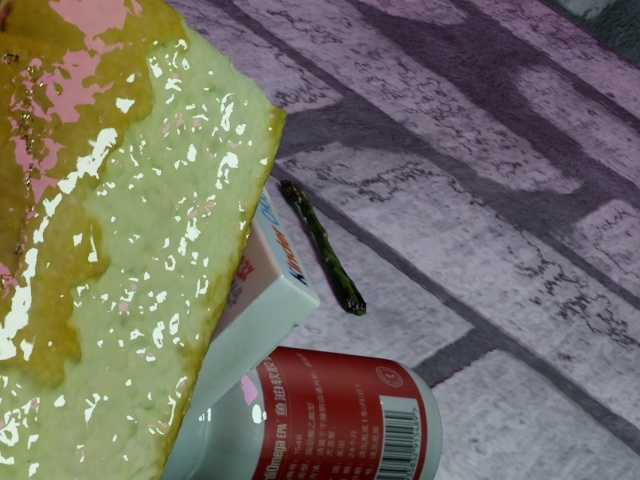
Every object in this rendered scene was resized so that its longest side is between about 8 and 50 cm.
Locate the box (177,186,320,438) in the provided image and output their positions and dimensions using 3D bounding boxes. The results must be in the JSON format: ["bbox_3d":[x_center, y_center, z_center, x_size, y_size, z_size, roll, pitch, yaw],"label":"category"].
[{"bbox_3d":[-0.141,0.042,1.143,0.048,0.265,0.273,35,18,-36],"label":"box"}]

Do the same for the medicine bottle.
[{"bbox_3d":[-0.036,0.144,1.215,0.250,0.131,0.131,10,31,-36],"label":"medicine bottle"}]

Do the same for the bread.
[{"bbox_3d":[-0.180,0.031,0.954,0.236,0.165,0.375,37,60,-39],"label":"bread"}]

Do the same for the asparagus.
[{"bbox_3d":[0.000,0.000,1.661,0.233,0.023,0.022,-119,-175,-48],"label":"asparagus"}]
